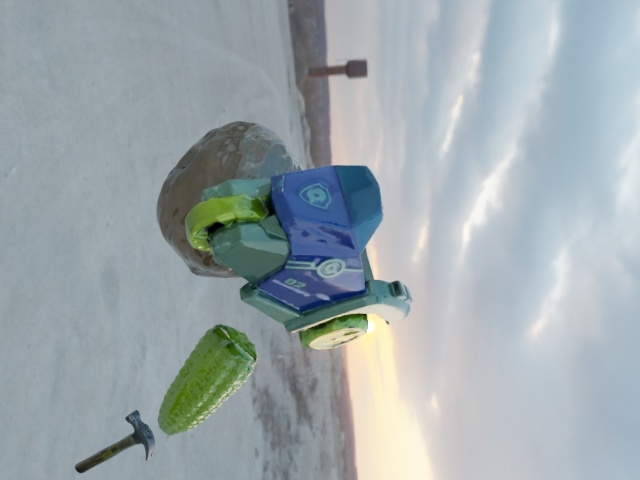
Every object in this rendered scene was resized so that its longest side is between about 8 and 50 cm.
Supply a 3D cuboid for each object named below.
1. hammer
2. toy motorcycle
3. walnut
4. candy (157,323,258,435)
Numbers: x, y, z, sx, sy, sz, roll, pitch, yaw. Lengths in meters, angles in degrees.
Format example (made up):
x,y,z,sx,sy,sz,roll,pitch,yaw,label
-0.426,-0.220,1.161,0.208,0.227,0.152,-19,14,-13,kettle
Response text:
x,y,z,sx,sy,sz,roll,pitch,yaw,label
-0.276,0.281,0.775,0.062,0.182,0.017,55,33,1,hammer
0.000,0.000,0.699,0.326,0.199,0.191,37,35,-61,toy motorcycle
-0.143,-0.060,0.972,0.273,0.227,0.273,-50,-167,16,walnut
-0.185,0.225,0.907,0.209,0.096,0.097,-50,-169,14,candy
